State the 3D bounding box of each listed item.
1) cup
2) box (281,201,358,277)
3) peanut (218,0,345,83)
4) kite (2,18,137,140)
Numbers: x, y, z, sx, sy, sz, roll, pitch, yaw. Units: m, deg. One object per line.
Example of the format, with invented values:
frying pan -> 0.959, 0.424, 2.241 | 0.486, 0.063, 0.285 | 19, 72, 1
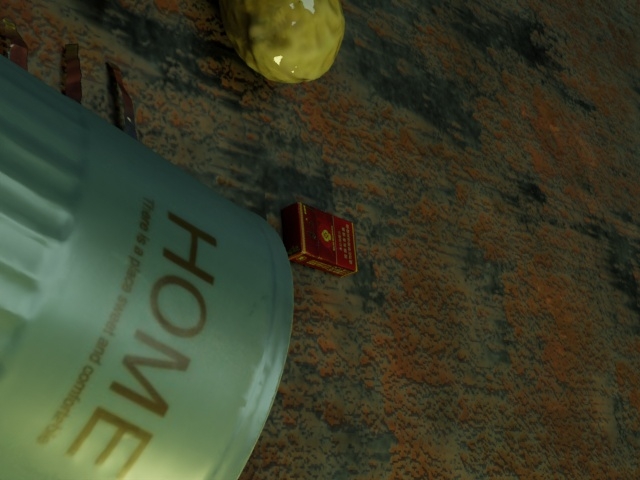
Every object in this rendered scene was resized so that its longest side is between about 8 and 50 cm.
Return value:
cup -> -0.234, 0.046, 0.573 | 0.311, 0.331, 0.257 | 36, 6, -32
box -> 0.000, 0.000, 1.050 | 0.082, 0.023, 0.052 | 21, 56, -46
peanut -> -0.030, -0.284, 1.064 | 0.147, 0.147, 0.306 | 35, 49, -37
kite -> -0.179, 0.012, 0.819 | 0.204, 0.022, 0.361 | 11, 65, -50
